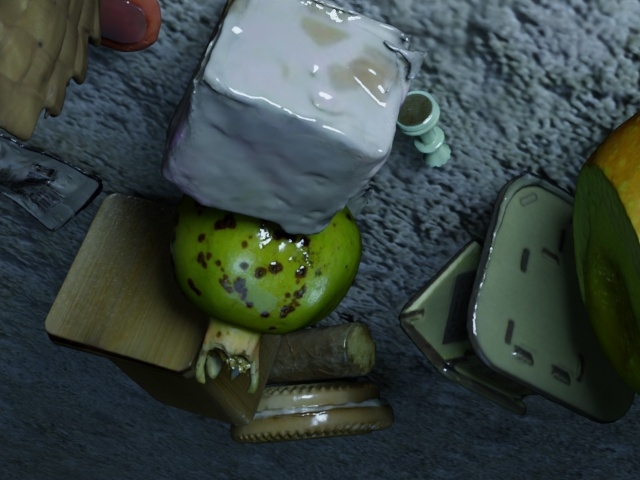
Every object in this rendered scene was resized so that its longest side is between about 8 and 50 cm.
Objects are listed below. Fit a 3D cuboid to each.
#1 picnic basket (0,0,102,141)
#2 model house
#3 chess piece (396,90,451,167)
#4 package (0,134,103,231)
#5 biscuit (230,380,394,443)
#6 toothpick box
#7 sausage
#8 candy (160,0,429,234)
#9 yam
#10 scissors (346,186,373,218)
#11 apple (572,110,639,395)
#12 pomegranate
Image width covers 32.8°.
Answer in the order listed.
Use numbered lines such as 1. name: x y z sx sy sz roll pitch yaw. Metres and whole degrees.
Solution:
1. picnic basket: -0.309 -0.169 0.775 0.291 0.254 0.321 15 130 -2
2. model house: 0.168 0.075 1.138 0.218 0.205 0.278 30 156 -26
3. chess piece: 0.098 -0.098 0.997 0.042 0.042 0.093 1 156 23
4. package: -0.376 -0.089 1.228 0.239 0.030 0.154 27 150 -24
5. biscuit: -0.024 0.249 1.573 0.259 0.079 0.259 -5 170 -1
6. toothpick box: -0.166 0.105 1.327 0.187 0.190 0.308 12 157 17
7. sausage: -0.179 -0.195 0.917 0.094 0.059 0.054 21 -165 -14
8. candy: -0.025 -0.108 0.925 0.184 0.137 0.195 21 149 -13
9. yam: -0.074 0.167 1.522 0.356 0.081 0.081 -11 144 41
10. scissors: 0.000 0.000 1.232 0.109 0.022 0.300 20 152 -12
11. apple: 0.367 0.055 0.825 0.374 0.374 0.384 30 150 -29
12. pomegranate: -0.054 0.031 1.104 0.198 0.198 0.246 2 111 21
